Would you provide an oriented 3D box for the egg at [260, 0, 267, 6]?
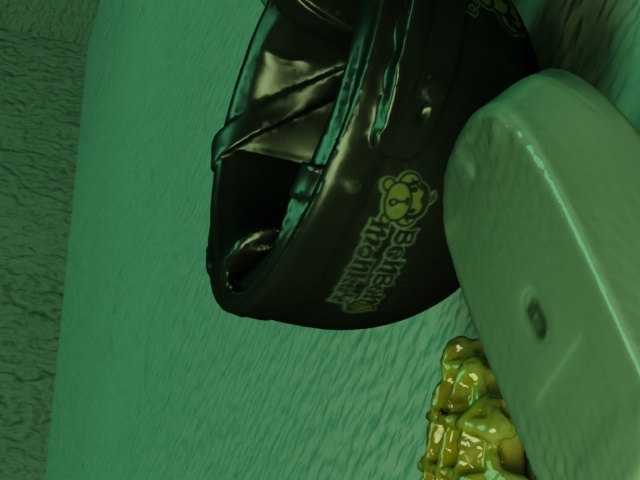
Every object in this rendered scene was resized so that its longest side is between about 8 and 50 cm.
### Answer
[{"bbox_3d":[0.037,-0.220,1.230,0.231,0.168,0.168,124,154,-49],"label":"egg"}]

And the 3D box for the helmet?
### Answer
[{"bbox_3d":[0.045,-0.065,1.099,0.279,0.160,0.230,-56,25,34],"label":"helmet"}]

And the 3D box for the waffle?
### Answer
[{"bbox_3d":[0.071,0.163,1.060,0.160,0.046,0.192,-102,25,-54],"label":"waffle"}]

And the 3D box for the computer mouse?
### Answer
[{"bbox_3d":[0.124,0.024,0.885,0.128,0.079,0.231,114,146,-55],"label":"computer mouse"}]
